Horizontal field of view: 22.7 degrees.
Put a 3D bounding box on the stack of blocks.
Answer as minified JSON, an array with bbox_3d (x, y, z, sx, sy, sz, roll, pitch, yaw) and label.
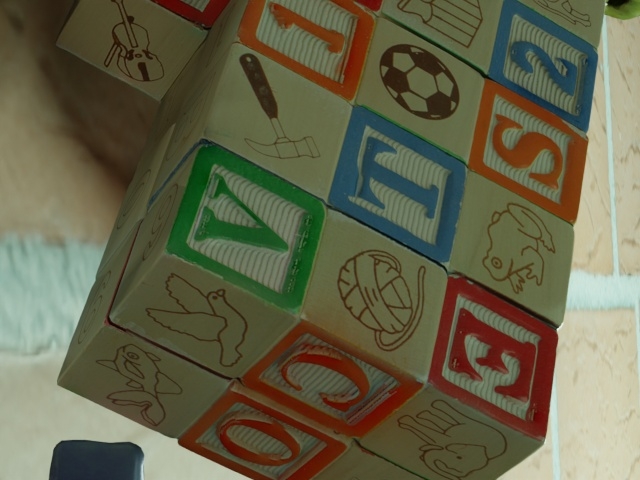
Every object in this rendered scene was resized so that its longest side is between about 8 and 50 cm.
[{"bbox_3d":[0.003,-0.068,0.561,0.087,0.171,0.297,-46,-158,47],"label":"stack of blocks"}]

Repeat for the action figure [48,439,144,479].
[{"bbox_3d":[-0.006,0.236,0.507,0.330,0.178,0.341,33,58,-79],"label":"action figure"}]

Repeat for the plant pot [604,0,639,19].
[{"bbox_3d":[0.101,-0.252,0.813,0.276,0.276,0.254,16,84,-70],"label":"plant pot"}]
